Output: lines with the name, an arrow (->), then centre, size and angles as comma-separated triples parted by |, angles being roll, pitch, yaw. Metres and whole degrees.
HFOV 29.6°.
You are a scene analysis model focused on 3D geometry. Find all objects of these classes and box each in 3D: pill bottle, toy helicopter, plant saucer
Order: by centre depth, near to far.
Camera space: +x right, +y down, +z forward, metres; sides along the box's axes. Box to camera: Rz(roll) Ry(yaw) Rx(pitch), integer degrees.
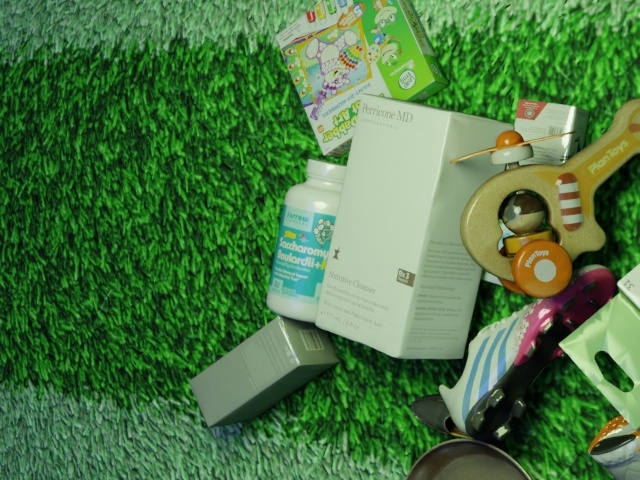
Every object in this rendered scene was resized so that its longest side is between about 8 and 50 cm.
toy helicopter -> 0.350, -0.094, 1.753 | 0.355, 0.140, 0.235 | -39, 93, -2
plant saucer -> 0.247, 0.463, 1.884 | 0.310, 0.050, 0.311 | -2, 87, 46
pill bottle -> 0.000, 0.000, 2.040 | 0.146, 0.146, 0.264 | 14, 96, 35

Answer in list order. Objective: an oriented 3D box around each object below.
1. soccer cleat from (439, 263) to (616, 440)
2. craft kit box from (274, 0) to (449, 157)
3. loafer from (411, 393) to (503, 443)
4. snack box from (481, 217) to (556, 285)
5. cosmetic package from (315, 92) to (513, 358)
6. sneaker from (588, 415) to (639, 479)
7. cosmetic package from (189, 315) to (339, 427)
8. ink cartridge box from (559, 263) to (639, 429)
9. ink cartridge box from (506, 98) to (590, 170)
soccer cleat -> 0.301, 0.148, 1.834 | 0.331, 0.116, 0.143 | -51, 39, 8
craft kit box -> 0.065, -0.307, 2.063 | 0.250, 0.061, 0.247 | -33, 73, 30
loafer -> 0.213, 0.282, 1.930 | 0.170, 0.061, 0.062 | 8, 94, 36
snack box -> 0.301, 0.022, 1.891 | 0.141, 0.037, 0.100 | 18, 100, 35
cosmetic package -> 0.144, -0.024, 1.908 | 0.217, 0.156, 0.385 | 17, 100, 49
sneaker -> 0.514, 0.292, 1.696 | 0.262, 0.099, 0.121 | -23, 110, 44
cosmetic package -> -0.100, 0.229, 2.117 | 0.238, 0.127, 0.107 | -33, 70, 28
ink cartridge box -> 0.476, 0.125, 1.705 | 0.235, 0.056, 0.171 | -40, 65, 1
ink cartridge box -> 0.346, -0.141, 1.853 | 0.099, 0.056, 0.135 | 14, 96, 36
